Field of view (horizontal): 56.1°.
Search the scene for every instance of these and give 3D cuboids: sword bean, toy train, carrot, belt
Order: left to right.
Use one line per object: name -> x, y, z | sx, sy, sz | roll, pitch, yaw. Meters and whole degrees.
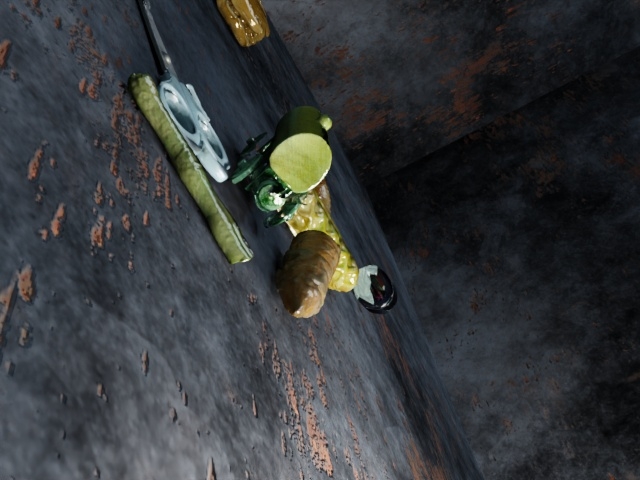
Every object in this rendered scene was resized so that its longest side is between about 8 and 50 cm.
sword bean -> -0.165, -0.088, 0.764 | 0.269, 0.038, 0.043 | 61, -15, -13
toy train -> -0.048, -0.135, 1.038 | 0.127, 0.189, 0.307 | 58, 10, -19
carrot -> -0.021, 0.061, 0.964 | 0.102, 0.101, 0.263 | 61, 13, -15
belt -> 0.144, 0.133, 1.608 | 0.140, 0.105, 0.058 | 62, 4, 26

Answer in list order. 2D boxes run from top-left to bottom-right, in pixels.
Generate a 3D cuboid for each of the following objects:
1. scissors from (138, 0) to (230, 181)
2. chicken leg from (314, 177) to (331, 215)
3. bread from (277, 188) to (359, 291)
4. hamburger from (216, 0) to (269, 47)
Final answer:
scissors -> -0.223, -0.252, 0.904 | 0.361, 0.029, 0.191 | 68, 12, 22
chicken leg -> -0.021, -0.103, 1.462 | 0.178, 0.082, 0.323 | 75, -4, -47
bread -> 0.001, 0.000, 1.255 | 0.087, 0.098, 0.270 | -53, 124, -35
hamburger -> -0.233, -0.674, 1.769 | 0.214, 0.108, 0.214 | 59, 16, -28
